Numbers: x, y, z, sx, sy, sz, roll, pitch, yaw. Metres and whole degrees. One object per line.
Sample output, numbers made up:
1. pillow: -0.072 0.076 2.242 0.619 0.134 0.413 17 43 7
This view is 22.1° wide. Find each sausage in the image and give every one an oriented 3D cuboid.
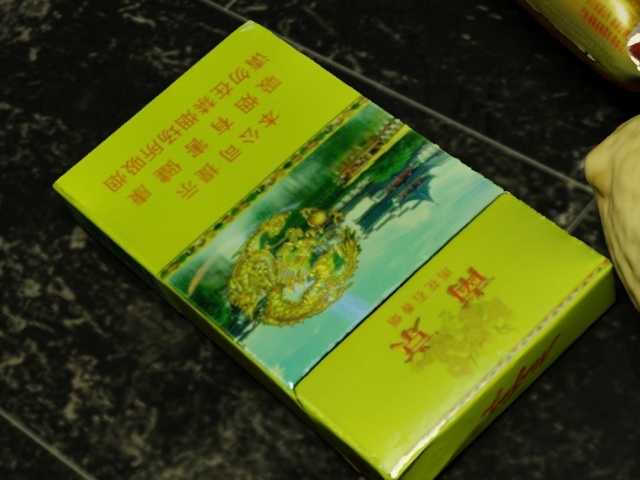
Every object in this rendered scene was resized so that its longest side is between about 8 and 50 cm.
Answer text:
1. sausage: 0.147 -0.185 1.060 0.082 0.082 0.371 -30 42 -6

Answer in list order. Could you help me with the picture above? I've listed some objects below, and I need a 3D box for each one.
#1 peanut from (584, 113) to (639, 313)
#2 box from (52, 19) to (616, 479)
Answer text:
1. peanut: 0.259 0.035 0.882 0.148 0.147 0.319 -29 45 -5
2. box: 0.000 0.000 1.033 0.187 0.047 0.335 -42 55 -15
